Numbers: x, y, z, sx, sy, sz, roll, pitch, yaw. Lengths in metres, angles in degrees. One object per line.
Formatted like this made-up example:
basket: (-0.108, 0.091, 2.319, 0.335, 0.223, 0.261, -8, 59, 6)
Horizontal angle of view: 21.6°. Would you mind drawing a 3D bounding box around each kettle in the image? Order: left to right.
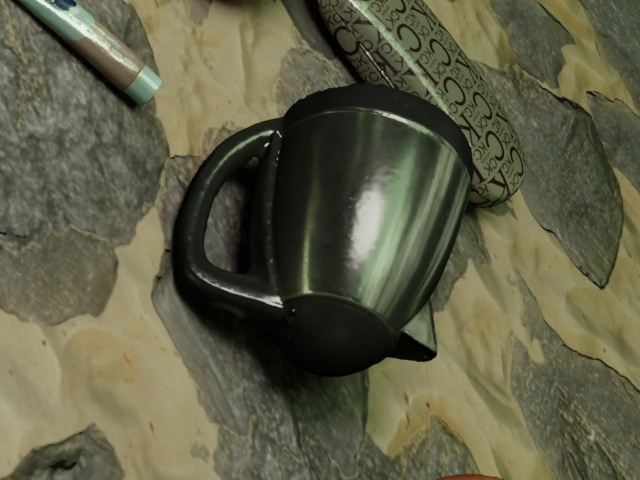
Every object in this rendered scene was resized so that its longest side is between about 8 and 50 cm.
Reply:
kettle: (0.017, 0.000, 1.616, 0.251, 0.207, 0.271, 41, 46, -33)

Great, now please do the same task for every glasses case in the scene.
glasses case: (0.120, -0.193, 1.973, 0.354, 0.085, 0.137, 51, 37, -10)

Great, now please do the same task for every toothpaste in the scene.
toothpaste: (-0.238, -0.208, 1.600, 0.205, 0.036, 0.056, 42, 37, -16)

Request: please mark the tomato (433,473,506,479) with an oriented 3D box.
tomato: (0.134, 0.318, 1.528, 0.208, 0.184, 0.208, -26, 121, -54)
